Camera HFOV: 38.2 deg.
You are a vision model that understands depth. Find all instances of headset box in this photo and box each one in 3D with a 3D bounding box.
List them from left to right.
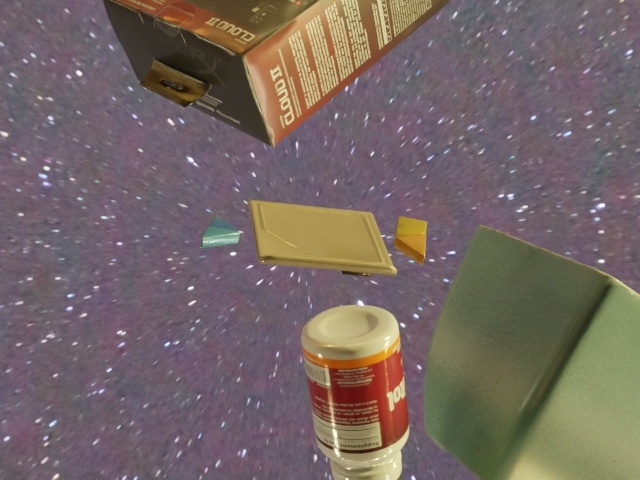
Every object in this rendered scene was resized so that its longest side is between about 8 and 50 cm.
[{"bbox_3d":[-0.051,-0.230,0.912,0.218,0.110,0.293,29,-120,36],"label":"headset box"}]

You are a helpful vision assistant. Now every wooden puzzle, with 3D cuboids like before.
[{"bbox_3d":[0.000,0.000,0.464,0.116,0.078,0.014,9,-67,-6],"label":"wooden puzzle"}]

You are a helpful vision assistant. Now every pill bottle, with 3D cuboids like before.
[{"bbox_3d":[0.033,0.141,0.818,0.086,0.086,0.152,-8,-68,-1],"label":"pill bottle"}]

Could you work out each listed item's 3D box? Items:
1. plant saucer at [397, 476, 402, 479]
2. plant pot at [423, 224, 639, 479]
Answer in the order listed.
[{"bbox_3d":[0.064,0.276,0.927,0.045,0.188,0.188,-20,-66,6],"label":"plant saucer"},{"bbox_3d":[0.263,0.168,1.050,0.248,0.247,0.252,31,-91,-26],"label":"plant pot"}]
